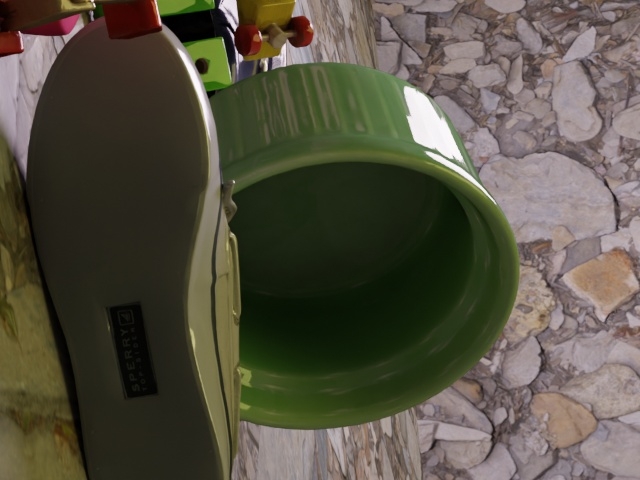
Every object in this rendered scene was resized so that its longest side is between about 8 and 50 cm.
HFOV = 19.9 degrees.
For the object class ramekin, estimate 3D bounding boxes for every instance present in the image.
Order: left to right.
[{"bbox_3d":[0.000,0.000,1.495,0.148,0.303,0.303,-102,174,-47],"label":"ramekin"}]

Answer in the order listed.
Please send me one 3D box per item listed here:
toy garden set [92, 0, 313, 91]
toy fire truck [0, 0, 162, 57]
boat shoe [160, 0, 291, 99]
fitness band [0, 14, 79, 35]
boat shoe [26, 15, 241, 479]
[{"bbox_3d":[-0.116,-0.246,1.528,0.203,0.049,0.244,-15,96,-36],"label":"toy garden set"},{"bbox_3d":[-0.175,-0.133,1.062,0.192,0.135,0.047,-35,114,-80],"label":"toy fire truck"},{"bbox_3d":[-0.100,-0.251,1.670,0.158,0.127,0.341,20,59,-72],"label":"boat shoe"},{"bbox_3d":[-0.180,-0.271,1.207,0.291,0.054,0.209,96,-3,-47],"label":"fitness band"},{"bbox_3d":[-0.109,0.021,1.289,0.156,0.135,0.367,-49,131,-78],"label":"boat shoe"}]
